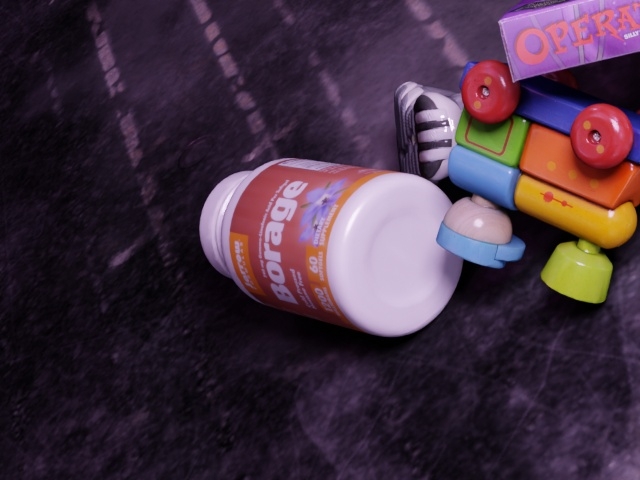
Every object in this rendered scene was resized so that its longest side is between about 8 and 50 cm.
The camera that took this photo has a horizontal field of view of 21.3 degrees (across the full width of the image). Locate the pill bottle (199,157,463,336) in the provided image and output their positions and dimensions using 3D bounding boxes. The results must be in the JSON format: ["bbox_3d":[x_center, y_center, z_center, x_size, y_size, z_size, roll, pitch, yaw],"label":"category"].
[{"bbox_3d":[0.000,0.000,1.308,0.121,0.121,0.216,-53,31,-18],"label":"pill bottle"}]

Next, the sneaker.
[{"bbox_3d":[0.131,-0.083,1.324,0.132,0.086,0.228,-6,8,-4],"label":"sneaker"}]

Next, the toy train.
[{"bbox_3d":[0.193,-0.021,1.129,0.248,0.105,0.143,26,109,31],"label":"toy train"}]

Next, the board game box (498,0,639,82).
[{"bbox_3d":[0.301,-0.179,1.099,0.347,0.056,0.208,-12,16,19],"label":"board game box"}]
